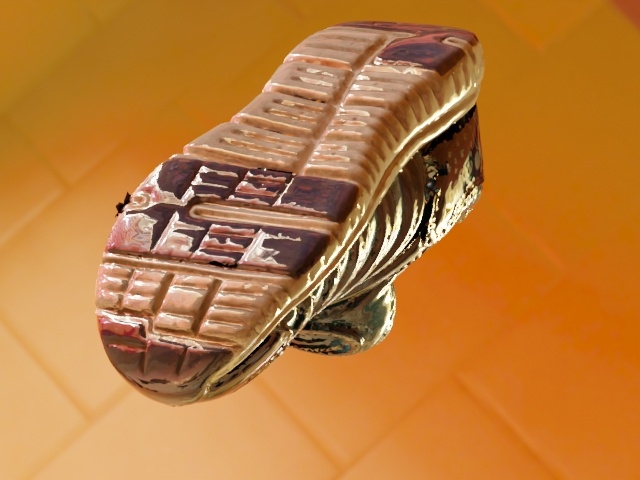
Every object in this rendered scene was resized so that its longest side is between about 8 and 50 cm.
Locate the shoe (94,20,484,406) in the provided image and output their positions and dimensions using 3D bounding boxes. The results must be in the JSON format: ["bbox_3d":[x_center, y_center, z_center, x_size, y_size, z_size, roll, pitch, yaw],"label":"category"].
[{"bbox_3d":[0.000,0.000,0.740,0.091,0.207,0.106,9,126,33],"label":"shoe"}]
